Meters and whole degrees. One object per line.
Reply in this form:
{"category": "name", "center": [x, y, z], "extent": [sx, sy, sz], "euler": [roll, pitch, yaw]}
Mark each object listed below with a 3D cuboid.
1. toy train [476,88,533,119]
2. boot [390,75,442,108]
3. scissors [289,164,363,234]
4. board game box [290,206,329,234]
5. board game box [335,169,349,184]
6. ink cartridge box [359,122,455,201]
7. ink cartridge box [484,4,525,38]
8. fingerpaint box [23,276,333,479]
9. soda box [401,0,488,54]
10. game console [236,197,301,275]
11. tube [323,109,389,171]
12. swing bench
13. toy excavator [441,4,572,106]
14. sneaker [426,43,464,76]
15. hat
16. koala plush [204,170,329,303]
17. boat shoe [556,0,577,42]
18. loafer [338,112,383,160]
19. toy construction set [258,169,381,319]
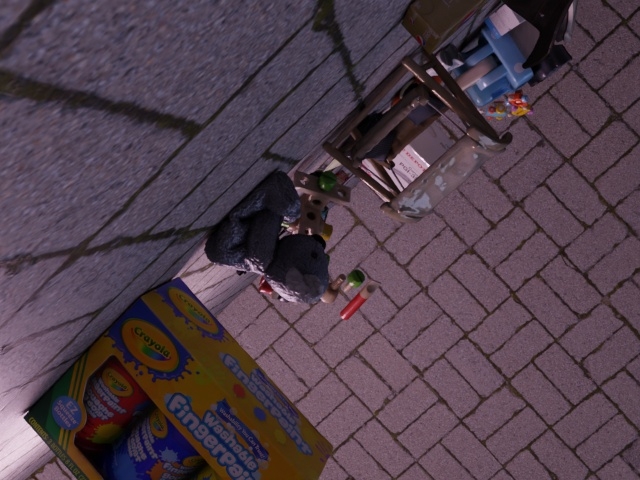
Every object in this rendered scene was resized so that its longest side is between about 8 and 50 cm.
{"category": "toy train", "center": [0.491, -0.364, 1.781], "extent": [0.125, 0.046, 0.166], "euler": [12, 171, -39]}
{"category": "boot", "center": [0.239, -0.364, 1.595], "extent": [0.158, 0.059, 0.084], "euler": [-41, 174, -12]}
{"category": "scissors", "center": [0.014, -0.110, 1.956], "extent": [0.297, 0.021, 0.109], "euler": [-44, 174, 34]}
{"category": "board game box", "center": [-0.034, -0.039, 1.960], "extent": [0.126, 0.026, 0.186], "euler": [-41, 173, -9]}
{"category": "board game box", "center": [-0.005, -0.128, 2.115], "extent": [0.193, 0.045, 0.147], "euler": [-42, 178, -42]}
{"category": "ink cartridge box", "center": [0.234, -0.244, 1.970], "extent": [0.117, 0.207, 0.283], "euler": [-44, 179, -28]}
{"category": "ink cartridge box", "center": [0.479, -0.556, 1.615], "extent": [0.104, 0.060, 0.180], "euler": [-35, -174, -4]}
{"category": "fingerpaint box", "center": [-0.265, 0.360, 1.259], "extent": [0.371, 0.445, 0.163], "euler": [-43, 178, 18]}
{"category": "soda box", "center": [0.196, -0.339, 0.911], "extent": [0.181, 0.061, 0.058], "euler": [-43, 179, -9]}
{"category": "game console", "center": [-0.131, -0.017, 1.975], "extent": [0.361, 0.044, 0.213], "euler": [-43, 179, 40]}
{"category": "tube", "center": [0.104, -0.238, 1.630], "extent": [0.240, 0.062, 0.070], "euler": [-36, 135, -32]}
{"category": "swing bench", "center": [0.193, -0.192, 1.332], "extent": [0.253, 0.255, 0.165], "euler": [-44, 178, 32]}
{"category": "toy excavator", "center": [0.425, -0.446, 1.821], "extent": [0.445, 0.222, 0.433], "euler": [-34, 179, 13]}
{"category": "sneaker", "center": [0.289, -0.419, 1.576], "extent": [0.061, 0.054, 0.152], "euler": [-32, 179, 37]}
{"category": "hat", "center": [0.409, -0.480, 1.200], "extent": [0.331, 0.134, 0.331], "euler": [-61, 176, -7]}
{"category": "koala plush", "center": [-0.071, 0.027, 1.218], "extent": [0.203, 0.221, 0.196], "euler": [-43, 179, -4]}
{"category": "boat shoe", "center": [0.645, -0.623, 1.832], "extent": [0.324, 0.096, 0.117], "euler": [2, 100, -72]}
{"category": "loafer", "center": [0.096, -0.241, 1.536], "extent": [0.061, 0.062, 0.170], "euler": [3, -144, 32]}
{"category": "toy construction set", "center": [0.000, 0.000, 1.392], "extent": [0.237, 0.309, 0.257], "euler": [-51, -178, 43]}
